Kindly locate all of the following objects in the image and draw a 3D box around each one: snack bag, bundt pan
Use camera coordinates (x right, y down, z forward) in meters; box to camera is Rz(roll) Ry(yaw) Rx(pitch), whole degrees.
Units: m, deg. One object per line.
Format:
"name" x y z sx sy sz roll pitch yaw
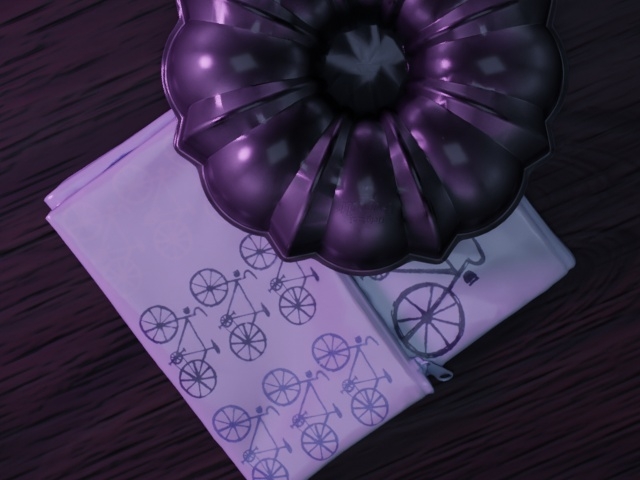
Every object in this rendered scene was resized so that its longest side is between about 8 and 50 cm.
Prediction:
"snack bag" 0.000 0.000 1.443 0.342 0.037 0.323 -35 97 3
"bundt pan" 0.036 -0.135 1.349 0.331 0.124 0.330 0 89 0
